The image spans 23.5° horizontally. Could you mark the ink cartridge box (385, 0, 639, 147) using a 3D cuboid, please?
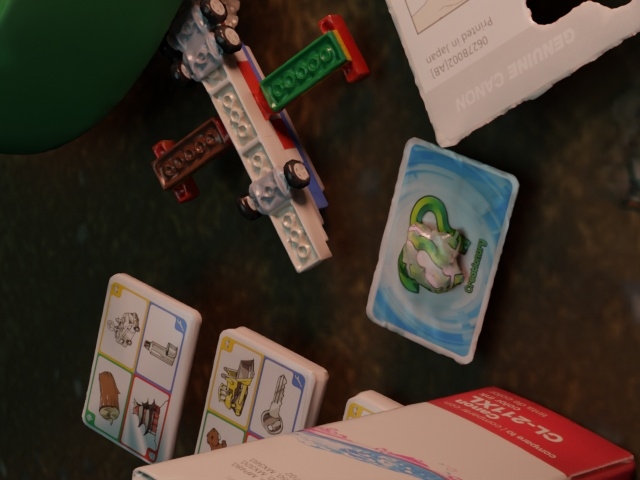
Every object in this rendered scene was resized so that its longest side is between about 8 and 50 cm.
[{"bbox_3d":[0.078,-0.169,0.511,0.181,0.056,0.224,-31,75,42],"label":"ink cartridge box"}]

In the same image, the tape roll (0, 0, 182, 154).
[{"bbox_3d":[-0.154,-0.200,0.693,0.321,0.077,0.321,-6,82,53],"label":"tape roll"}]

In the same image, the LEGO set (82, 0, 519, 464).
[{"bbox_3d":[0.000,0.000,0.629,0.182,0.060,0.244,24,112,29],"label":"LEGO set"}]

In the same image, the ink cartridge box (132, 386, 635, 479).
[{"bbox_3d":[0.015,0.129,0.515,0.072,0.175,0.127,27,112,41],"label":"ink cartridge box"}]
